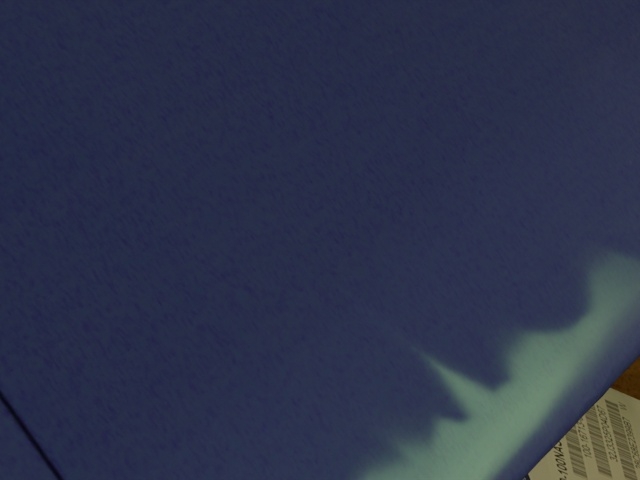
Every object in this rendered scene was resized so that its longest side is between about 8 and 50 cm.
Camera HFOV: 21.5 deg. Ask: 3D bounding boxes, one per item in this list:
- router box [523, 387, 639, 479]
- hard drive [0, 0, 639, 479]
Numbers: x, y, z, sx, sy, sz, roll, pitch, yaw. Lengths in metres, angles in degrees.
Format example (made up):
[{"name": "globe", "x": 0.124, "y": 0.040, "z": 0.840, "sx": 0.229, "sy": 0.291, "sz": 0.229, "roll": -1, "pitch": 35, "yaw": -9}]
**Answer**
[{"name": "router box", "x": 0.001, "y": 0.232, "z": 0.438, "sx": 0.301, "sy": 0.082, "sz": 0.335, "roll": -60, "pitch": -166, "yaw": 26}, {"name": "hard drive", "x": -0.010, "y": -0.030, "z": 0.422, "sx": 0.210, "sy": 0.040, "sz": 0.318, "roll": 54, "pitch": 43, "yaw": 0}]
